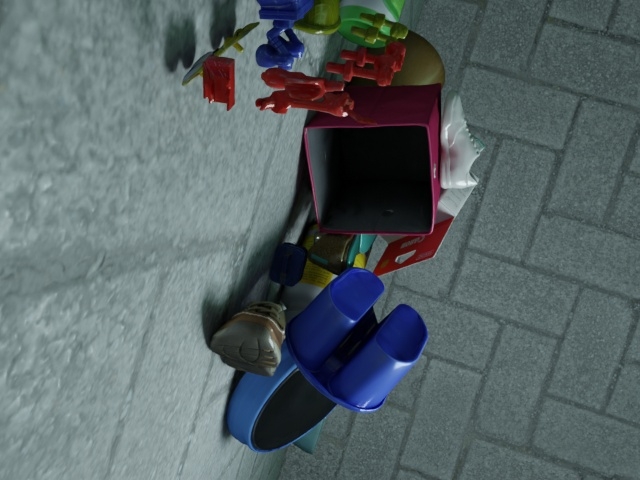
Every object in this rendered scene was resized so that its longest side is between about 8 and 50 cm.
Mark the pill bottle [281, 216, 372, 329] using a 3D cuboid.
[{"bbox_3d":[0.009,0.107,1.518,0.187,0.188,0.333,96,14,-60],"label":"pill bottle"}]

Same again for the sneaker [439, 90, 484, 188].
[{"bbox_3d":[0.310,-0.219,1.243,0.080,0.094,0.212,-47,136,-65],"label":"sneaker"}]

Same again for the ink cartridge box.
[{"bbox_3d":[0.236,-0.043,1.447,0.261,0.066,0.296,-54,-168,-27],"label":"ink cartridge box"}]

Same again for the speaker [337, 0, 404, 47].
[{"bbox_3d":[0.124,-0.533,1.098,0.131,0.131,0.296,50,57,-82],"label":"speaker"}]

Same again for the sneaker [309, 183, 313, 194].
[{"bbox_3d":[0.015,-0.167,1.441,0.185,0.070,0.083,-40,124,-69],"label":"sneaker"}]

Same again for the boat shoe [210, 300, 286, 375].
[{"bbox_3d":[-0.117,0.159,1.003,0.324,0.123,0.116,115,-8,-70],"label":"boat shoe"}]

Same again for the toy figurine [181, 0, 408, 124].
[{"bbox_3d":[0.004,-0.287,0.564,0.362,0.192,0.217,-65,165,-53],"label":"toy figurine"}]

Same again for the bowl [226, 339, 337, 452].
[{"bbox_3d":[-0.043,0.347,1.363,0.391,0.077,0.391,-32,145,-26],"label":"bowl"}]

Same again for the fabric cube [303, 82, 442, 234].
[{"bbox_3d":[0.133,-0.184,1.263,0.258,0.259,0.254,-62,150,-54],"label":"fabric cube"}]

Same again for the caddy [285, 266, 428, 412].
[{"bbox_3d":[0.069,0.202,1.152,0.179,0.241,0.341,-50,171,21],"label":"caddy"}]

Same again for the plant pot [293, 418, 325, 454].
[{"bbox_3d":[-0.071,0.589,2.043,0.290,0.196,0.290,17,90,-83],"label":"plant pot"}]

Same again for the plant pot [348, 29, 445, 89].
[{"bbox_3d":[0.169,-0.388,1.511,0.254,0.237,0.237,-54,165,-27],"label":"plant pot"}]

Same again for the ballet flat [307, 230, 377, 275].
[{"bbox_3d":[0.052,-0.007,1.375,0.342,0.124,0.116,-47,145,-64],"label":"ballet flat"}]

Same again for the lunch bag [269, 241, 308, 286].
[{"bbox_3d":[-0.069,0.050,1.260,0.065,0.067,0.098,-46,150,-77],"label":"lunch bag"}]
